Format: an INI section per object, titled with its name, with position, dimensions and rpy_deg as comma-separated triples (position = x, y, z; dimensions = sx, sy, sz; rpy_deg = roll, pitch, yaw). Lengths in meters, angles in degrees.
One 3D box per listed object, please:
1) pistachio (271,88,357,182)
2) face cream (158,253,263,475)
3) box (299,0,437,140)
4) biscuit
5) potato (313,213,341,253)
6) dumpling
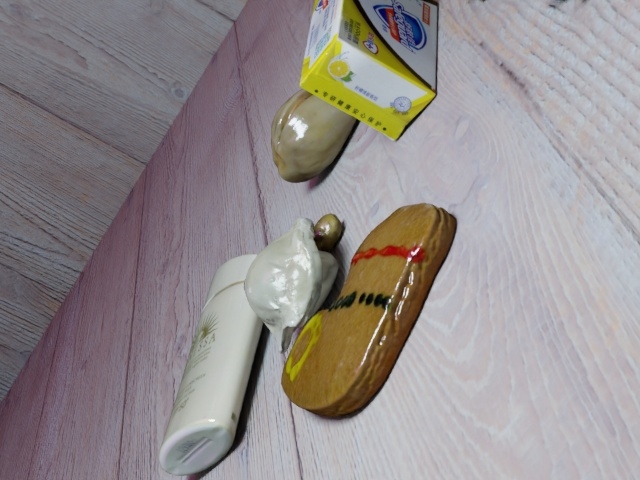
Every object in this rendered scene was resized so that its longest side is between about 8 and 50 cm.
[pistachio]
position = -0.009, -0.176, 1.894
dimensions = 0.185, 0.124, 0.124
rpy_deg = -46, 16, -7
[face cream]
position = -0.145, 0.166, 1.778
dimensions = 0.173, 0.081, 0.349
rpy_deg = -44, 24, 44
[box]
position = 0.074, -0.283, 1.727
dimensions = 0.097, 0.168, 0.265
rpy_deg = -51, 18, 36
[biscuit]
position = 0.042, 0.076, 1.437
dimensions = 0.277, 0.052, 0.262
rpy_deg = -63, 17, -6
[potato]
position = 0.000, 0.000, 1.696
dimensions = 0.083, 0.040, 0.051
rpy_deg = -62, 22, 2
[dumpling]
position = -0.033, 0.048, 1.601
dimensions = 0.136, 0.118, 0.199
rpy_deg = -43, 39, 51
